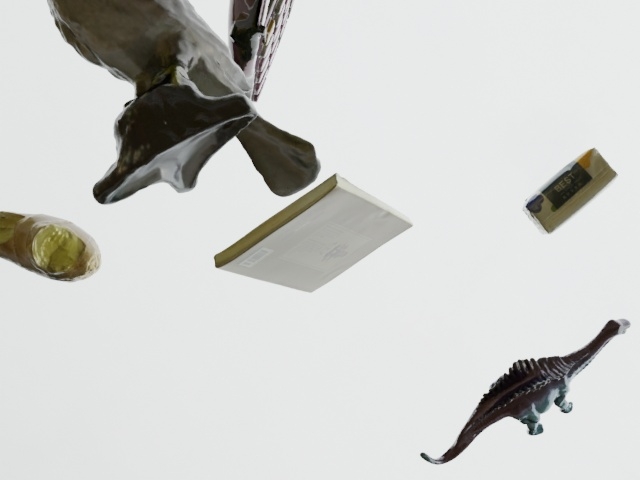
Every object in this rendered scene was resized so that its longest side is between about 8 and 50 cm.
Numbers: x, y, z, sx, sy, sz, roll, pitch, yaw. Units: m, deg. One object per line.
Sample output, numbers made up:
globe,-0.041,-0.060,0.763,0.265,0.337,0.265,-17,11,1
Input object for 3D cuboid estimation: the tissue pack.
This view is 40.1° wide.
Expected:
tissue pack,0.230,-0.045,0.816,0.083,0.062,0.042,-41,-98,7

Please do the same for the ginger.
ginger,-0.431,0.001,1.217,0.294,0.131,0.086,7,-95,22

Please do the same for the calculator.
calculator,-0.053,-0.251,0.886,0.043,0.294,0.194,17,-110,-1

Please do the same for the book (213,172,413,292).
book,0.000,0.000,0.842,0.138,0.198,0.016,-34,-111,16

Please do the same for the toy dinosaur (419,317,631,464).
toy dinosaur,0.163,0.121,0.690,0.197,0.080,0.045,-32,-128,-6

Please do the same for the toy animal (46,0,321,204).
toy animal,-0.087,-0.093,0.390,0.202,0.105,0.070,49,-59,5
